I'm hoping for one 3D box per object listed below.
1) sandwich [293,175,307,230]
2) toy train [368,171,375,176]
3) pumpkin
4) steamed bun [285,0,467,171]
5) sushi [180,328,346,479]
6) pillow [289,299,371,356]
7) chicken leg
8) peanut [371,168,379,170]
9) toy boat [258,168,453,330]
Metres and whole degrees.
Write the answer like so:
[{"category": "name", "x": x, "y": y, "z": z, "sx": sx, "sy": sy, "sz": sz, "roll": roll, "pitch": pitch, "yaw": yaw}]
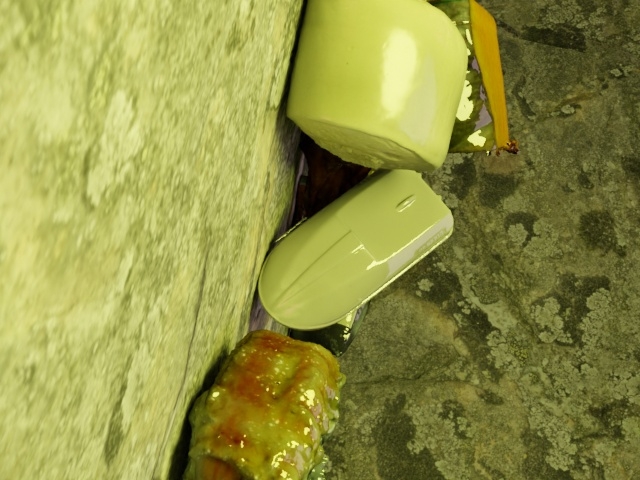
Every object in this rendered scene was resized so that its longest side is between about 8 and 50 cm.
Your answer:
[{"category": "sandwich", "x": -0.022, "y": -0.042, "z": 1.293, "sx": 0.067, "sy": 0.029, "sz": 0.135, "roll": -57, "pitch": 162, "yaw": -59}, {"category": "toy train", "x": 0.068, "y": -0.120, "z": 1.806, "sx": 0.219, "sy": 0.089, "sz": 0.127, "roll": -70, "pitch": 161, "yaw": -51}, {"category": "pumpkin", "x": 0.141, "y": -0.218, "z": 1.285, "sx": 0.303, "sy": 0.256, "sz": 0.226, "roll": -5, "pitch": -91, "yaw": 52}, {"category": "steamed bun", "x": 0.080, "y": -0.183, "z": 0.992, "sx": 0.250, "sy": 0.154, "sz": 0.200, "roll": 16, "pitch": 90, "yaw": -60}, {"category": "sushi", "x": -0.057, "y": 0.204, "z": 0.903, "sx": 0.274, "sy": 0.139, "sz": 0.184, "roll": -58, "pitch": 164, "yaw": -55}, {"category": "pillow", "x": 0.033, "y": 0.102, "z": 1.602, "sx": 0.186, "sy": 0.106, "sz": 0.250, "roll": -6, "pitch": -124, "yaw": 59}, {"category": "chicken leg", "x": 0.007, "y": -0.071, "z": 1.200, "sx": 0.093, "sy": 0.113, "sz": 0.304, "roll": -112, "pitch": -146, "yaw": -50}, {"category": "peanut", "x": 0.099, "y": -0.241, "z": 1.603, "sx": 0.129, "sy": 0.129, "sz": 0.224, "roll": 74, "pitch": 20, "yaw": -80}, {"category": "toy boat", "x": 0.038, "y": 0.015, "z": 1.128, "sx": 0.269, "sy": 0.141, "sz": 0.141, "roll": -39, "pitch": 168, "yaw": -8}]
